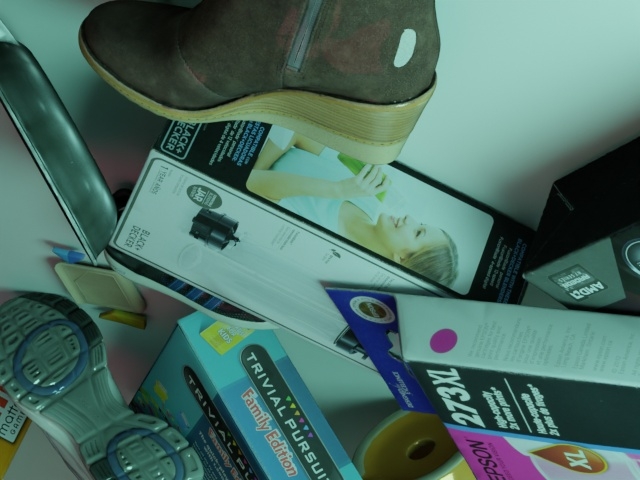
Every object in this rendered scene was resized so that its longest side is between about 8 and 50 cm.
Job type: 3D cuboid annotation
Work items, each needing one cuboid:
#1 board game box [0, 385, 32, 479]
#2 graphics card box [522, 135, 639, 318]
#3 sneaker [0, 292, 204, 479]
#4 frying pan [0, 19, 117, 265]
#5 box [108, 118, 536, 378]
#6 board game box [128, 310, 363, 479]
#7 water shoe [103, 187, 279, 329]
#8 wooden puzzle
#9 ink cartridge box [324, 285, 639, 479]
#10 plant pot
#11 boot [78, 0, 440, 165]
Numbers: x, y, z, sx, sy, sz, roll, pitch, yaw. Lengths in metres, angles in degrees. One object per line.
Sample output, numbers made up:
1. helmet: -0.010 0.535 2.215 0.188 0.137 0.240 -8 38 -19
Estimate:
1. board game box: -0.584 0.278 1.818 0.356 0.356 0.356 32 149 -14
2. graphics card box: 0.348 0.053 1.094 0.371 0.094 0.233 35 149 -18
3. sneaker: -0.223 0.175 1.556 0.297 0.111 0.129 50 155 25
4. frying pan: -0.237 -0.129 1.223 0.326 0.053 0.197 62 172 -4
5. box: 0.000 0.000 1.249 0.290 0.087 0.169 26 150 -5
6. board game box: -0.077 0.227 1.544 0.254 0.079 0.336 58 152 12
7. water shoe: -0.091 0.015 1.350 0.203 0.073 0.080 13 147 15
8. wooden puzzle: -0.203 0.042 1.530 0.078 0.014 0.116 9 148 15
9. ink cartridge box: 0.184 0.117 1.160 0.371 0.069 0.176 7 147 31
10. plant pot: 0.123 0.251 1.481 0.205 0.205 0.188 -5 125 39
11. boot: -0.038 -0.162 1.048 0.248 0.090 0.207 19 138 10
